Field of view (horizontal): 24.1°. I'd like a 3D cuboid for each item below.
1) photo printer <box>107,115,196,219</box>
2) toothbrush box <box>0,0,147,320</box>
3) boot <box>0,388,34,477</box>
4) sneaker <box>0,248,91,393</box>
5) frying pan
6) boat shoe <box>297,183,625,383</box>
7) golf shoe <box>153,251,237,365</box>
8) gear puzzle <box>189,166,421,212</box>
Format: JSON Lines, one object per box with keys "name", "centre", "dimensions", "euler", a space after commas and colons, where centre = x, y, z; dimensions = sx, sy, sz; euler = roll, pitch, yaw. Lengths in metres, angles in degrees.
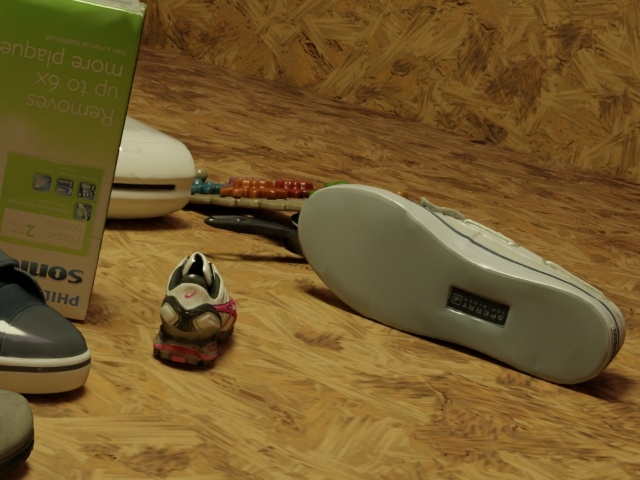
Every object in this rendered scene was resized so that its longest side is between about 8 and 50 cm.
{"name": "photo printer", "centre": [-0.316, -0.107, 1.799], "dimensions": [0.256, 0.107, 0.307], "euler": [2, 17, -41]}
{"name": "toothbrush box", "centre": [-0.283, -0.093, 1.352], "dimensions": [0.206, 0.283, 0.122], "euler": [12, 13, -8]}
{"name": "boot", "centre": [-0.267, 0.070, 0.918], "dimensions": [0.246, 0.161, 0.083], "euler": [0, 18, -46]}
{"name": "sneaker", "centre": [-0.323, 0.021, 1.179], "dimensions": [0.321, 0.127, 0.126], "euler": [17, 11, 13]}
{"name": "frying pan", "centre": [0.026, 0.008, 1.771], "dimensions": [0.197, 0.053, 0.326], "euler": [17, 14, 27]}
{"name": "boat shoe", "centre": [0.159, 0.034, 1.601], "dimensions": [0.367, 0.136, 0.156], "euler": [21, 14, 21]}
{"name": "golf shoe", "centre": [-0.106, 0.051, 1.359], "dimensions": [0.067, 0.086, 0.186], "euler": [11, 11, -3]}
{"name": "gear puzzle", "centre": [-0.025, -0.062, 1.879], "dimensions": [0.339, 0.044, 0.175], "euler": [6, 5, 38]}
